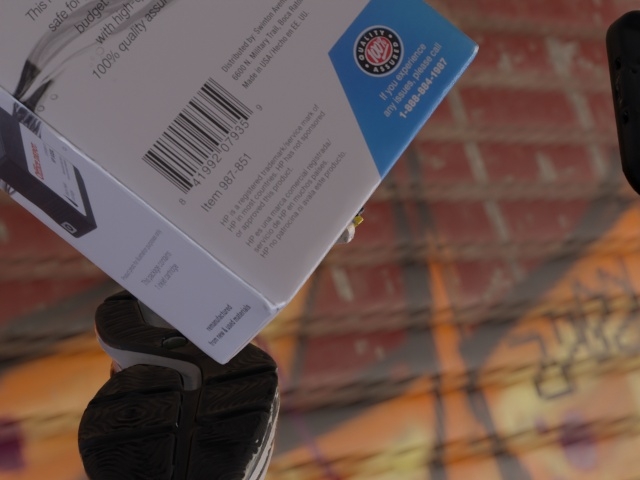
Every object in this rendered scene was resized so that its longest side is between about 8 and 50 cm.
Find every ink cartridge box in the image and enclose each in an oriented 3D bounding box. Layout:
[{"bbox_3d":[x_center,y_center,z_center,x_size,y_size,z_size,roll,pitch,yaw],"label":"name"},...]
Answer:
[{"bbox_3d":[-0.100,-0.114,1.175,0.223,0.307,0.129,-52,-177,-26],"label":"ink cartridge box"}]

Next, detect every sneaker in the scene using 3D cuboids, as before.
[{"bbox_3d":[-0.103,0.220,1.719,0.169,0.257,0.447,-11,-160,-2],"label":"sneaker"}]

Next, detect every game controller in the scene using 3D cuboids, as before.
[{"bbox_3d":[0.367,-0.121,1.940,0.166,0.319,0.067,9,127,-4],"label":"game controller"}]

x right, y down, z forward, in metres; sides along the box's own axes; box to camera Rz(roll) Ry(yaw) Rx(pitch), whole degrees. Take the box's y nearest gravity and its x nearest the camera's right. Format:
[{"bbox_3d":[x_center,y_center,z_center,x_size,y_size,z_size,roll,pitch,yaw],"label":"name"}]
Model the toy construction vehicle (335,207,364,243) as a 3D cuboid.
[{"bbox_3d":[0.000,0.000,1.630,0.086,0.035,0.098,-46,178,-29],"label":"toy construction vehicle"}]
